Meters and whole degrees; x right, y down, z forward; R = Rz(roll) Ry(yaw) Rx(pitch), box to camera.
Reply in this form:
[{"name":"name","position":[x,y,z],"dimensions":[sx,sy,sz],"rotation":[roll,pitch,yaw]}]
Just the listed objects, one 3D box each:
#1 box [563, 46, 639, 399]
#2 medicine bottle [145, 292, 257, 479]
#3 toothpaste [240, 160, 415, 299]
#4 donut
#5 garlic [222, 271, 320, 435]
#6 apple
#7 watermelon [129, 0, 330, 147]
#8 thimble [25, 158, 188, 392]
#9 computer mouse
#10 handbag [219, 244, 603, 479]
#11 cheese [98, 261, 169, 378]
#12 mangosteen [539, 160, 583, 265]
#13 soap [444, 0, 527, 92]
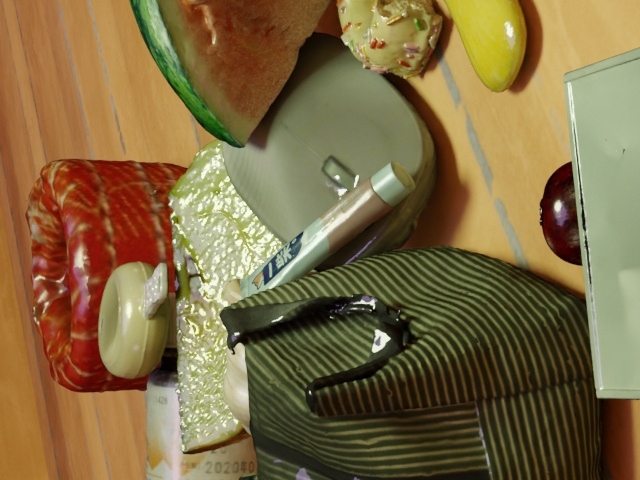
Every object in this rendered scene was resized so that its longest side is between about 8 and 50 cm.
[{"name":"box","position":[0.239,-0.011,0.992],"dimensions":[0.129,0.086,0.225],"rotation":[168,98,-68]},{"name":"medicine bottle","position":[-0.135,0.201,1.878],"dimensions":[0.165,0.165,0.273],"rotation":[178,91,-69]},{"name":"toothpaste","position":[0.000,0.000,1.395],"dimensions":[0.205,0.036,0.056],"rotation":[-38,32,23]},{"name":"donut","position":[0.058,-0.216,1.457],"dimensions":[0.166,0.065,0.108],"rotation":[-114,29,-43]},{"name":"garlic","position":[-0.029,0.102,1.524],"dimensions":[0.226,0.199,0.199],"rotation":[40,131,49]},{"name":"apple","position":[-0.079,0.062,1.696],"dimensions":[0.254,0.179,0.346],"rotation":[127,141,-77]},{"name":"watermelon","position":[-0.118,-0.304,1.549],"dimensions":[0.319,0.222,0.292],"rotation":[-57,35,4]},{"name":"thimble","position":[-0.274,0.049,2.133],"dimensions":[0.350,0.230,0.350],"rotation":[177,90,-68]},{"name":"computer mouse","position":[-0.003,-0.095,1.509],"dimensions":[0.197,0.095,0.331],"rotation":[-57,36,10]},{"name":"handbag","position":[0.065,0.144,1.260],"dimensions":[0.340,0.240,0.247],"rotation":[-153,58,-65]},{"name":"cheese","position":[-0.209,0.081,1.770],"dimensions":[0.227,0.064,0.137],"rotation":[136,133,-61]},{"name":"mangosteen","position":[0.200,-0.020,1.112],"dimensions":[0.081,0.081,0.081],"rotation":[177,90,-69]},{"name":"soap","position":[0.137,-0.202,1.297],"dimensions":[0.089,0.033,0.168],"rotation":[115,145,-48]}]
